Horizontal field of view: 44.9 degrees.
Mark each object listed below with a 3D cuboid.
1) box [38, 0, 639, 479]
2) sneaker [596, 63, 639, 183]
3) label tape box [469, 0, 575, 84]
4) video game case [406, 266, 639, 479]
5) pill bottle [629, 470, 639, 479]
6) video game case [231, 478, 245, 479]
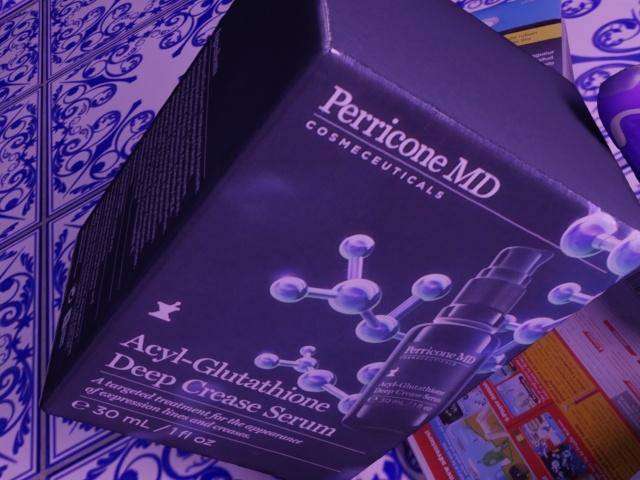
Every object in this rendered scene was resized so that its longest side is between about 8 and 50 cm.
[{"bbox_3d":[0.000,0.000,0.636,0.395,0.294,0.212,-47,32,32],"label":"box"},{"bbox_3d":[0.311,-0.007,0.581,0.102,0.293,0.146,-16,43,61],"label":"sneaker"},{"bbox_3d":[0.169,-0.127,0.903,0.249,0.115,0.347,-9,44,25],"label":"label tape box"},{"bbox_3d":[0.221,0.149,0.671,0.285,0.025,0.204,-30,42,3],"label":"video game case"},{"bbox_3d":[0.347,0.144,0.507,0.264,0.146,0.146,-37,42,-4],"label":"pill bottle"},{"bbox_3d":[-0.033,0.328,0.658,0.206,0.026,0.227,0,52,32],"label":"video game case"}]
